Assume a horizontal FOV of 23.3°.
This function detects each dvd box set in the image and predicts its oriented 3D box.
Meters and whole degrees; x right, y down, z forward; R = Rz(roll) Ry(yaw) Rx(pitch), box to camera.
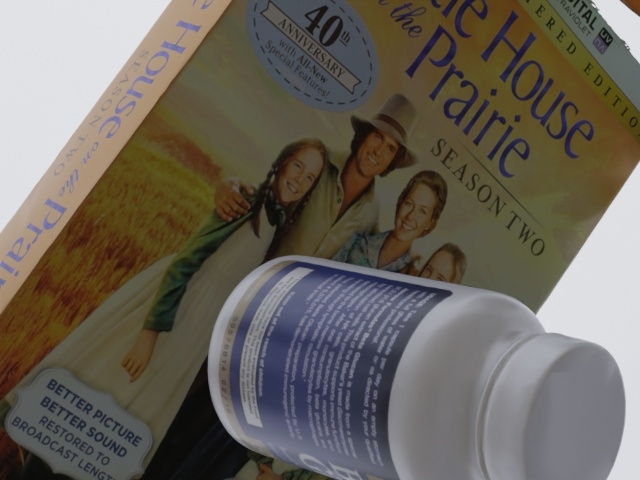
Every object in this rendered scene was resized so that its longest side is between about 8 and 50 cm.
[{"bbox_3d":[0.000,0.000,0.876,0.307,0.062,0.420,42,-100,-36],"label":"dvd box set"}]

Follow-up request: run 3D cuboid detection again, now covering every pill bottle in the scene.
[{"bbox_3d":[0.040,0.062,0.659,0.094,0.169,0.094,-10,-76,-44],"label":"pill bottle"}]

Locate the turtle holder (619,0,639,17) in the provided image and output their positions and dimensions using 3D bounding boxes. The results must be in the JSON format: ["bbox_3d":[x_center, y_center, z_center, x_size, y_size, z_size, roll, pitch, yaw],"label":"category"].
[{"bbox_3d":[0.272,-0.212,0.791,0.320,0.243,0.227,-15,-112,-19],"label":"turtle holder"}]
